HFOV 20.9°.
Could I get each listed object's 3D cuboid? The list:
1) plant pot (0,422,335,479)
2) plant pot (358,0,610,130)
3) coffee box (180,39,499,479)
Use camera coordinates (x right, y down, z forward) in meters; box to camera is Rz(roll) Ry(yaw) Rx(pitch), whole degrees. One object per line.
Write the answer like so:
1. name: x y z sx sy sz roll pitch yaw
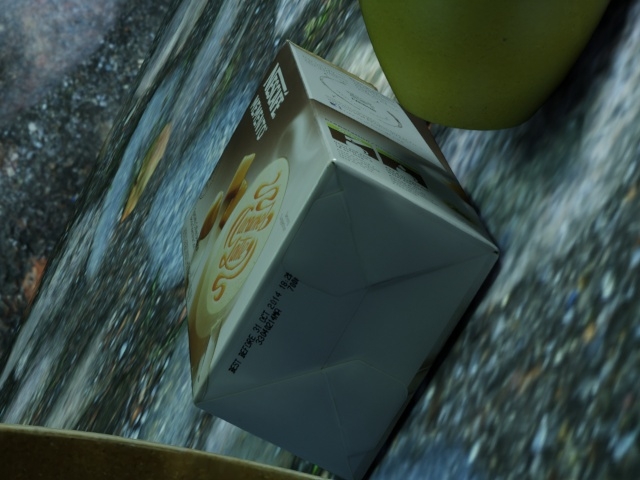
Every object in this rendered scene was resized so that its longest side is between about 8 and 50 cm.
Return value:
1. plant pot: -0.042 0.204 0.511 0.237 0.237 0.254 -173 95 -75
2. plant pot: 0.076 -0.109 0.837 0.134 0.134 0.095 -94 9 -64
3. coffee box: 0.000 0.000 0.920 0.141 0.098 0.246 -59 15 15
